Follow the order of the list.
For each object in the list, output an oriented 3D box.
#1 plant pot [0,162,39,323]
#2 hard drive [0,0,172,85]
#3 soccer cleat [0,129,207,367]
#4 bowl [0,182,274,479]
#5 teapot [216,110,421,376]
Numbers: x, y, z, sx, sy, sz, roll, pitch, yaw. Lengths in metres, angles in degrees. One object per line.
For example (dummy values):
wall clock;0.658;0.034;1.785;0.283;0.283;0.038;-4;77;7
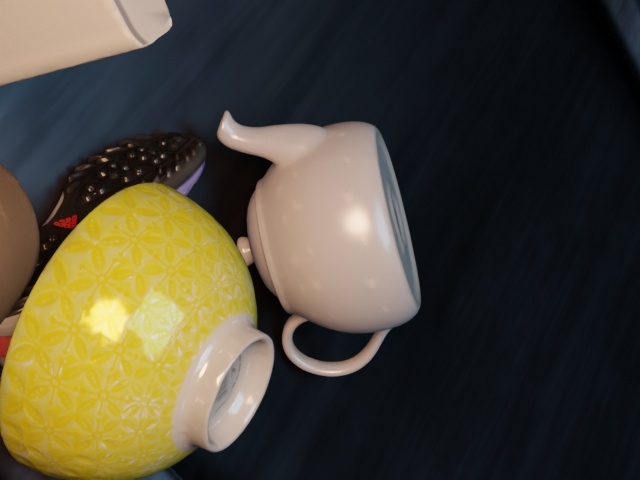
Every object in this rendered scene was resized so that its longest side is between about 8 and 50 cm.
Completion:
plant pot;-0.338;0.018;0.957;0.229;0.263;0.263;-43;119;-63
hard drive;-0.291;-0.222;0.931;0.047;0.353;0.233;-47;120;-42
soccer cleat;-0.212;0.009;1.208;0.318;0.108;0.116;-52;143;-41
bowl;-0.137;0.108;1.130;0.289;0.156;0.289;-51;155;-35
teapot;0.000;0.000;1.393;0.252;0.187;0.256;53;24;-68
